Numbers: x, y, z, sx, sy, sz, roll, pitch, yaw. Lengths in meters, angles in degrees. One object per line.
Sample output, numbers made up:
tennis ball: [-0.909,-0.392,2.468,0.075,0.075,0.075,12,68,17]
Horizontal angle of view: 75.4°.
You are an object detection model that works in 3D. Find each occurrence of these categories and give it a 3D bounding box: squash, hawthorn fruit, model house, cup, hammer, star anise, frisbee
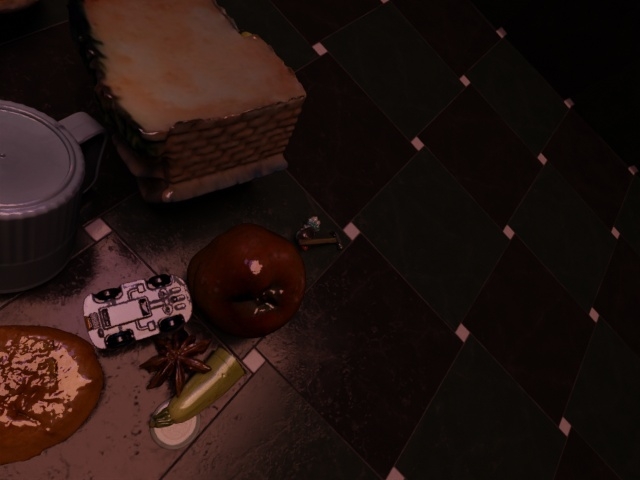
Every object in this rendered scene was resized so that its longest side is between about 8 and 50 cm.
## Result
squash: [-0.282,0.340,0.932,0.224,0.094,0.094,-38,90,-31]
hawthorn fruit: [-0.157,0.094,0.963,0.268,0.301,0.267,-4,98,-32]
model house: [-0.335,-0.298,0.989,0.395,0.400,0.445,-28,71,-30]
cup: [-0.571,-0.081,0.803,0.331,0.311,0.256,-16,74,-41]
hammer: [0.000,0.000,1.204,0.182,0.017,0.062,-1,68,-49]
star anise: [-0.319,0.264,0.923,0.168,0.057,0.167,-5,49,6]
frisbee: [-0.325,0.410,0.930,0.110,0.014,0.110,9,68,-23]

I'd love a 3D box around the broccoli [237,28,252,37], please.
broccoli: [-0.198,-0.492,1.193,0.288,0.245,0.248,48,65,-4]

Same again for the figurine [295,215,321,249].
figurine: [-0.034,-0.025,1.219,0.106,0.047,0.060,-55,141,-36]

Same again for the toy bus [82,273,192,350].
toy bus: [-0.399,0.162,0.916,0.210,0.136,0.126,-15,76,-29]

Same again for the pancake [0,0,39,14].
pancake: [-0.862,-0.639,0.960,0.382,0.071,0.382,17,40,-15]

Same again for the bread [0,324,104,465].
bread: [-0.562,0.288,0.790,0.269,0.146,0.268,7,72,-21]
